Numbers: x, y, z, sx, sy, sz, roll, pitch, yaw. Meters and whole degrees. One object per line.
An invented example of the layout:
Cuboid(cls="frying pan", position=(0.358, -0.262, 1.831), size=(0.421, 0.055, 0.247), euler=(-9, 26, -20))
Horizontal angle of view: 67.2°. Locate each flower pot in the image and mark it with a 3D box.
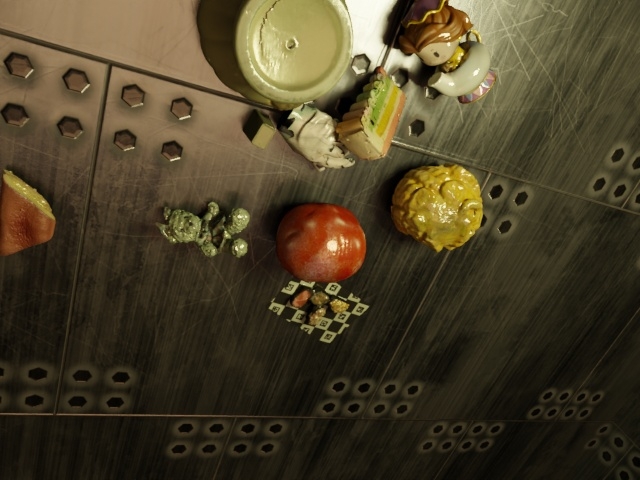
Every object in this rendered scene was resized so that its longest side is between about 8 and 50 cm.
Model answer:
Cuboid(cls="flower pot", position=(-0.074, -0.388, 0.915), size=(0.308, 0.244, 0.307), euler=(-8, 123, -13))

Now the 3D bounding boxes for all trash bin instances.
Cuboid(cls="trash bin", position=(-0.135, -0.244, 1.071), size=(0.043, 0.092, 0.060), euler=(24, 110, -31))

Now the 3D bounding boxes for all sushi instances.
Cuboid(cls="sushi", position=(0.003, 0.205, 1.420), size=(0.192, 0.043, 0.280), euler=(-45, 123, 10))

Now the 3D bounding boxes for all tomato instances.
Cuboid(cls="tomato", position=(0.001, 0.001, 1.195), size=(0.232, 0.232, 0.188), euler=(-2, 107, -18))

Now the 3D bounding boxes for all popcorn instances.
Cuboid(cls="popcorn", position=(0.309, -0.092, 1.265), size=(0.251, 0.189, 0.250), euler=(-5, 130, -6))

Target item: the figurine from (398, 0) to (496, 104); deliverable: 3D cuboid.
Cuboid(cls="figurine", position=(0.280, -0.430, 1.075), size=(0.263, 0.142, 0.189), euler=(36, 72, -31))

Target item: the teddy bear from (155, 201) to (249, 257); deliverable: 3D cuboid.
Cuboid(cls="teddy bear", position=(-0.274, -0.025, 1.160), size=(0.213, 0.133, 0.111), euler=(8, 163, -2))

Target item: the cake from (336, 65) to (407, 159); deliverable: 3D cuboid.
Cuboid(cls="cake", position=(0.119, -0.287, 1.109), size=(0.090, 0.225, 0.109), euler=(-15, 132, 45))

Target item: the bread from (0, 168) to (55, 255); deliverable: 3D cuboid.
Cuboid(cls="bread", position=(-0.633, -0.046, 1.037), size=(0.119, 0.067, 0.192), euler=(16, 113, -18))

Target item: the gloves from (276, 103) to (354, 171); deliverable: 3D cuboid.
Cuboid(cls="gloves", position=(0.002, -0.229, 1.122), size=(0.212, 0.111, 0.127), euler=(31, 102, -23))
